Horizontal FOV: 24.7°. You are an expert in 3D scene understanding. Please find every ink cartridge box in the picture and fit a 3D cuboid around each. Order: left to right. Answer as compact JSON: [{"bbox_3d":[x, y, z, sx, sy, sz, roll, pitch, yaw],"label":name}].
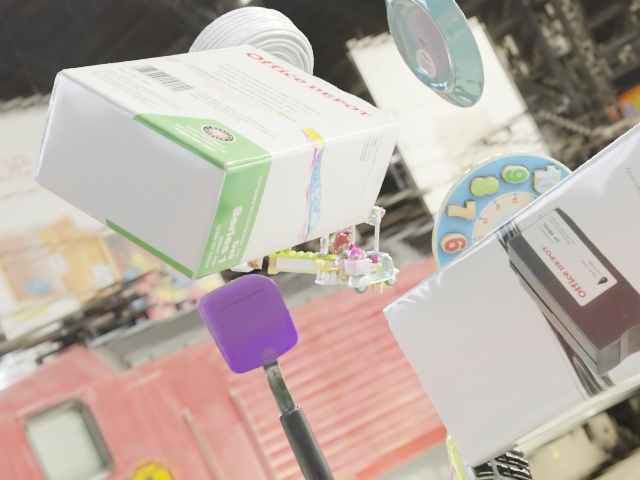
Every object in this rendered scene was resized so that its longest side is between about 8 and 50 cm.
[{"bbox_3d":[-0.089,-0.083,1.355,0.278,0.201,0.117,-19,-48,-53],"label":"ink cartridge box"},{"bbox_3d":[0.290,0.010,1.219,0.285,0.166,0.395,-16,-17,-46],"label":"ink cartridge box"}]

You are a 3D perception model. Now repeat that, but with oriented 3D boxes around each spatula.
[{"bbox_3d":[-0.038,0.165,1.541,0.084,0.296,0.030,-27,30,-8],"label":"spatula"}]

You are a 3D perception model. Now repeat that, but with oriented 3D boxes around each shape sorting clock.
[{"bbox_3d":[0.235,-0.006,1.769,0.206,0.206,0.040,-25,22,-10],"label":"shape sorting clock"}]

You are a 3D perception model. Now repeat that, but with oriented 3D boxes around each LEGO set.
[{"bbox_3d":[0.000,0.000,1.987,0.132,0.107,0.287,-4,9,-44],"label":"LEGO set"}]

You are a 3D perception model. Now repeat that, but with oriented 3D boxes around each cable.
[{"bbox_3d":[-0.131,-0.284,2.578,0.257,0.089,0.257,14,-65,-51],"label":"cable"}]

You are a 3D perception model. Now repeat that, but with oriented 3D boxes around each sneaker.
[{"bbox_3d":[0.143,0.254,1.307,0.081,0.208,0.094,18,-47,-35],"label":"sneaker"}]

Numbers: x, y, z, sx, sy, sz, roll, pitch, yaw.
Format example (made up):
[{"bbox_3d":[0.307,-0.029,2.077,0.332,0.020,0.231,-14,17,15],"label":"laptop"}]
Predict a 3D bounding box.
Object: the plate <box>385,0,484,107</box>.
[{"bbox_3d":[0.124,-0.234,1.709,0.024,0.188,0.188,-32,-5,-19],"label":"plate"}]
